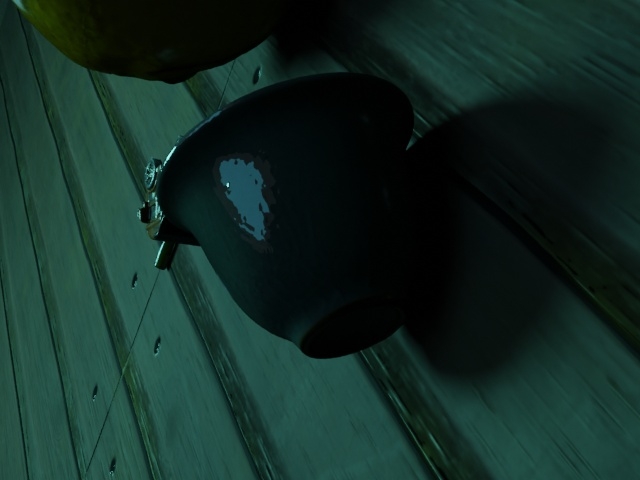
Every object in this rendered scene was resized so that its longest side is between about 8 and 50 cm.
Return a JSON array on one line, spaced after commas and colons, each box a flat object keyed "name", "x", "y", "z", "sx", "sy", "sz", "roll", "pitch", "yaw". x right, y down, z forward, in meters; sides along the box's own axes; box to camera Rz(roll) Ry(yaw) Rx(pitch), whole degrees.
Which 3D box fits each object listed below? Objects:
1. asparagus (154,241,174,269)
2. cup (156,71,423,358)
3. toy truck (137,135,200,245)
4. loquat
[{"name": "asparagus", "x": -0.164, "y": -0.022, "z": 1.393, "sx": 0.018, "sy": 0.015, "sz": 0.127, "roll": 53, "pitch": 127, "yaw": 49}, {"name": "cup", "x": 0.000, "y": 0.000, "z": 0.856, "sx": 0.199, "sy": 0.199, "sz": 0.150, "roll": -51, "pitch": 53, "yaw": 44}, {"name": "toy truck", "x": -0.117, "y": -0.049, "z": 1.221, "sx": 0.192, "sy": 0.083, "sz": 0.092, "roll": -22, "pitch": 63, "yaw": 60}, {"name": "loquat", "x": -0.161, "y": -0.308, "z": 1.176, "sx": 0.328, "sy": 0.328, "sz": 0.328, "roll": -43, "pitch": 40, "yaw": 51}]
